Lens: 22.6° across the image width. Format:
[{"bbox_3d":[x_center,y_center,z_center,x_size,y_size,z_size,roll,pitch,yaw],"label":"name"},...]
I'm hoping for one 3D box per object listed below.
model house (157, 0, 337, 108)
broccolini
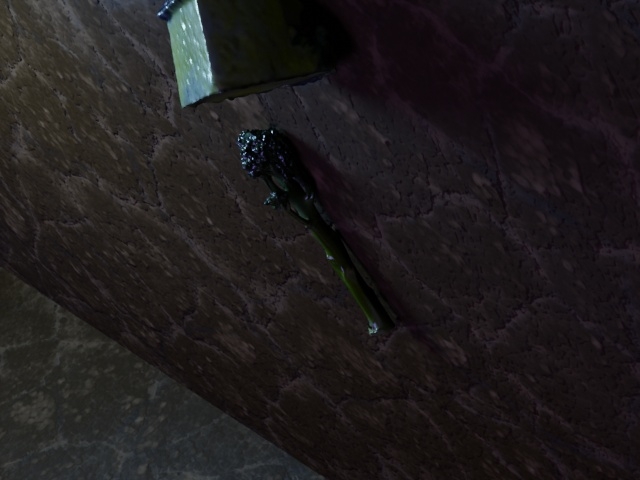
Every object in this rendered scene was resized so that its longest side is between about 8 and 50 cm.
[{"bbox_3d":[-0.098,-0.278,1.923,0.194,0.170,0.211,171,85,-73],"label":"model house"},{"bbox_3d":[-0.004,0.001,2.300,0.392,0.074,0.079,57,164,-24],"label":"broccolini"}]
